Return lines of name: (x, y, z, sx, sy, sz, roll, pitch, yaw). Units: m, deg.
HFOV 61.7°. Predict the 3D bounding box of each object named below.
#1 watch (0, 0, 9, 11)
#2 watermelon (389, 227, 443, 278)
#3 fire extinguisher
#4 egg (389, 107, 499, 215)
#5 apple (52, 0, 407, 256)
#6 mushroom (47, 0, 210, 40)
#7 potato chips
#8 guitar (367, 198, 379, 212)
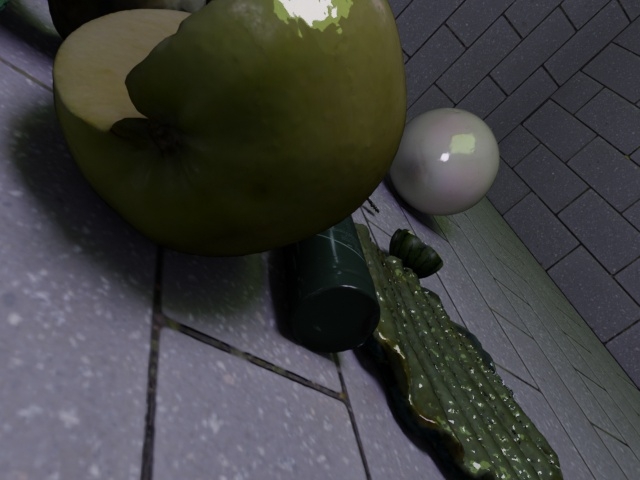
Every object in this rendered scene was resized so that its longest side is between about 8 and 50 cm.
watch: (-0.364, -0.281, 0.476, 0.165, 0.131, 0.152, 15, 18, -48)
watermelon: (0.161, 0.031, 0.945, 0.105, 0.062, 0.105, 35, -17, 12)
fire extinguisher: (0.000, 0.000, 0.666, 0.311, 0.095, 0.114, -103, 166, -53)
egg: (0.318, -0.200, 1.400, 0.283, 0.283, 0.345, 46, 33, 1)
apple: (-0.071, -0.102, 0.487, 0.258, 0.295, 0.233, -52, 137, -52)
mushroom: (-0.244, -0.316, 0.542, 0.247, 0.344, 0.130, 3, 49, 3)
potato chips: (0.165, 0.155, 0.729, 0.358, 0.070, 0.429, 32, 25, -38)
guitar: (0.039, -0.107, 1.037, 0.233, 0.025, 0.088, 31, 25, -38)
